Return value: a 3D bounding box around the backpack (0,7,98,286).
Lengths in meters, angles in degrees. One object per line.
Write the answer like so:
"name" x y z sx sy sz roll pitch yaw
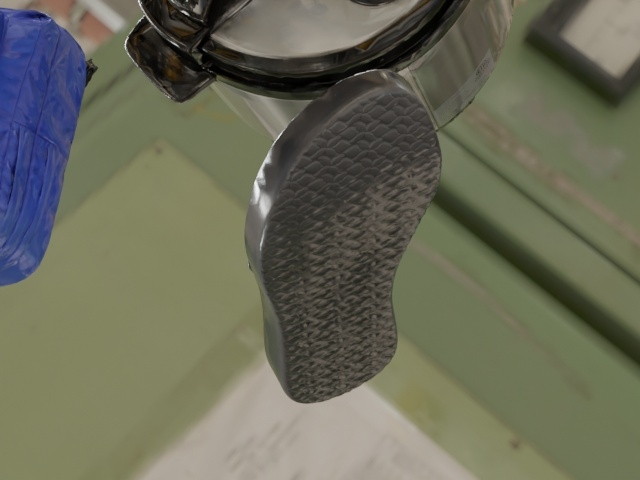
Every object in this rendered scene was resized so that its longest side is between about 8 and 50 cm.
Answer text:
"backpack" -0.168 -0.043 0.746 0.101 0.098 0.120 36 -119 -69

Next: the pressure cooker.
"pressure cooker" 0.008 -0.298 1.704 0.420 0.375 0.370 42 -130 -75

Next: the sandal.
"sandal" -0.001 0.001 0.875 0.097 0.054 0.254 -18 -31 -18
